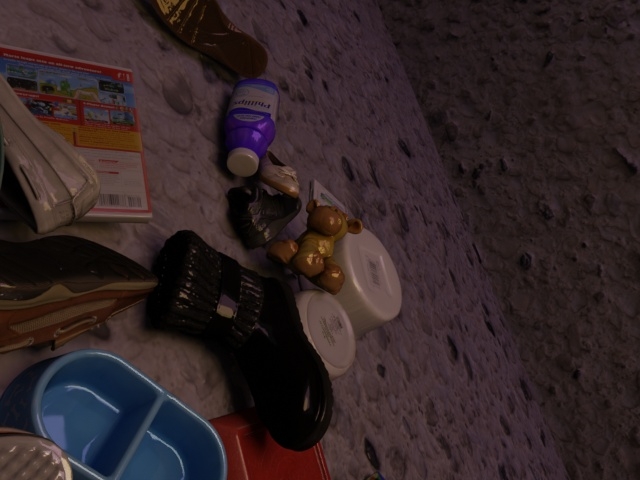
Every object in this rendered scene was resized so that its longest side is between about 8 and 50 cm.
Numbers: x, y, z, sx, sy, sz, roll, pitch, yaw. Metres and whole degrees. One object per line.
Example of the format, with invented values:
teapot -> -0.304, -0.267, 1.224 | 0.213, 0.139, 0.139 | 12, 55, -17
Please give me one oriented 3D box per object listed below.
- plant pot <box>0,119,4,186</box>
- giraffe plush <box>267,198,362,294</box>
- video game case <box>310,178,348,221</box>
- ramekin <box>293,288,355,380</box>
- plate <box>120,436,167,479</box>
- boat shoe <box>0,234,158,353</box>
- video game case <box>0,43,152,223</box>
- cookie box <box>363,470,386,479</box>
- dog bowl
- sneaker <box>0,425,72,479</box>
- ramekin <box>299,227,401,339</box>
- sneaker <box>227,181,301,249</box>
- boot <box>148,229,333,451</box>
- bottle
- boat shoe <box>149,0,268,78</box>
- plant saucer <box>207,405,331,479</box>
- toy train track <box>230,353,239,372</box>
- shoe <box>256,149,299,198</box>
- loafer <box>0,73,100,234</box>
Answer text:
plant pot -> -0.448, -0.056, 0.412 | 0.196, 0.290, 0.290 | 21, 39, -3
giraffe plush -> 0.000, 0.000, 1.074 | 0.181, 0.170, 0.210 | 33, -8, -11
video game case -> 0.026, -0.075, 1.410 | 0.157, 0.019, 0.143 | 39, 37, -37
ramekin -> -0.019, 0.195, 1.025 | 0.207, 0.109, 0.207 | 38, 37, -37
plate -> -0.212, 0.337, 0.684 | 0.188, 0.024, 0.188 | 39, 36, -37
boat shoe -> -0.331, 0.069, 0.623 | 0.123, 0.119, 0.324 | 31, 5, 15
video game case -> -0.373, -0.158, 0.758 | 0.204, 0.025, 0.285 | 1, 65, -35
cookie box -> 0.141, 0.537, 1.022 | 0.091, 0.040, 0.107 | 53, -3, -20
dog bowl -> -0.239, 0.249, 0.623 | 0.297, 0.074, 0.166 | 43, 34, -17
sneaker -> -0.387, 0.211, 0.420 | 0.321, 0.127, 0.126 | 14, 66, -24
ramekin -> 0.082, 0.098, 1.242 | 0.277, 0.135, 0.277 | 38, 37, -37
sneaker -> -0.120, -0.085, 1.111 | 0.130, 0.087, 0.227 | 61, 32, -14
boot -> -0.135, 0.157, 0.808 | 0.260, 0.131, 0.347 | 34, 21, -44
bottle -> -0.161, -0.263, 1.162 | 0.092, 0.118, 0.282 | 94, 0, -48
boat shoe -> -0.277, -0.505, 1.200 | 0.110, 0.121, 0.341 | 38, 4, 43
plant saucer -> -0.063, 0.403, 0.849 | 0.258, 0.048, 0.258 | 8, 61, -56
toy train track -> -0.133, 0.232, 0.908 | 0.083, 0.014, 0.048 | 58, 29, -10
shoe -> -0.099, -0.152, 1.122 | 0.077, 0.058, 0.219 | 22, 13, -33
loafer -> -0.422, -0.139, 0.622 | 0.319, 0.112, 0.111 | 42, 43, -5
